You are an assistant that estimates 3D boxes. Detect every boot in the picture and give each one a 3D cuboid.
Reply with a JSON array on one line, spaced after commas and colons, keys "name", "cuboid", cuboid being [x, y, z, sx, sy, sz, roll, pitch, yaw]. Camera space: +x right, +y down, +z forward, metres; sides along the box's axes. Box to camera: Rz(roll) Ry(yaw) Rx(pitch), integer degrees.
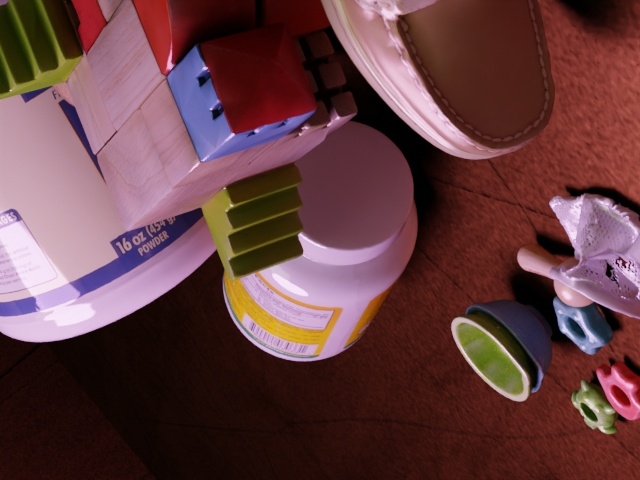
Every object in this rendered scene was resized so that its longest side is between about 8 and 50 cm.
[{"name": "boot", "cuboid": [0.073, -0.148, 0.684, 0.203, 0.095, 0.262, 14, 129, 62]}]

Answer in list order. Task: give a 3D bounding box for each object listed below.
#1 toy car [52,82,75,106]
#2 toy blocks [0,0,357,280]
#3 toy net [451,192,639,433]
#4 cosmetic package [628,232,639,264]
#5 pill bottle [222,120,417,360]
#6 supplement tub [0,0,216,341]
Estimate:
[{"name": "toy car", "cuboid": [-0.119, -0.129, 1.050, 0.188, 0.149, 0.155, 46, 164, -21]}, {"name": "toy blocks", "cuboid": [-0.077, -0.180, 0.856, 0.261, 0.191, 0.381, -31, 79, 64]}, {"name": "toy net", "cuboid": [0.147, 0.052, 0.950, 0.122, 0.045, 0.232, 49, 161, 13]}, {"name": "cosmetic package", "cuboid": [0.283, 0.057, 0.462, 0.365, 0.155, 0.197, 47, 163, 15]}, {"name": "pill bottle", "cuboid": [0.000, 0.000, 1.095, 0.117, 0.118, 0.208, 50, 162, 10]}, {"name": "supplement tub", "cuboid": [-0.228, -0.111, 1.258, 0.235, 0.235, 0.324, 17, 141, 60]}]
